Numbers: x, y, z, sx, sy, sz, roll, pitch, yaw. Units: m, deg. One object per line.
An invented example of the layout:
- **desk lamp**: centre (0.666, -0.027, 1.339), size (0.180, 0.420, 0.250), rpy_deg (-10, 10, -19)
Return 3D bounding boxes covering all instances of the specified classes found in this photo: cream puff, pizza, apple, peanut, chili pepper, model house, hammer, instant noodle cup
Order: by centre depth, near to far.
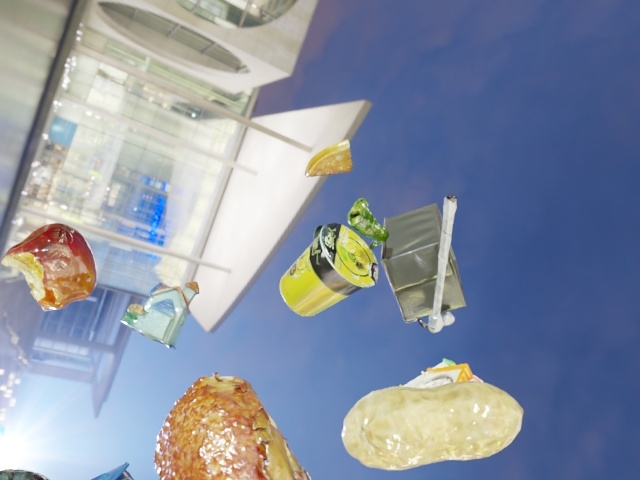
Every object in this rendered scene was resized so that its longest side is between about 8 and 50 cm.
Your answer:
- **cream puff**: centre (-0.147, 0.391, 0.901), size (0.229, 0.350, 0.350), rpy_deg (-31, -155, -12)
- **apple**: centre (-0.520, 0.051, 1.087), size (0.147, 0.158, 0.156), rpy_deg (-42, -156, -27)
- **model house**: centre (-0.313, 0.131, 1.113), size (0.148, 0.120, 0.148), rpy_deg (-61, 179, -20)
- **peanut**: centre (0.233, 0.388, 1.173), size (0.388, 0.192, 0.169), rpy_deg (-13, -119, 12)
- **pizza**: centre (0.039, -0.223, 1.530), size (0.178, 0.131, 0.041), rpy_deg (-41, -128, 48)
- **instant noodle cup**: centre (0.013, 0.097, 1.553), size (0.236, 0.216, 0.215), rpy_deg (-41, -142, 32)
- **chili pepper**: centre (0.145, -0.026, 1.584), size (0.077, 0.359, 0.084), rpy_deg (20, -100, 20)
- **hammer**: centre (0.364, 0.074, 1.623), size (0.044, 0.152, 0.426), rpy_deg (18, -70, 43)

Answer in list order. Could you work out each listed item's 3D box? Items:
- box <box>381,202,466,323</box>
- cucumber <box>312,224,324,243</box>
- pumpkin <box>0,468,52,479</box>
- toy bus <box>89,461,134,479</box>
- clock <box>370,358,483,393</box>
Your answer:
- **box**: centre (0.338, 0.064, 1.835), size (0.205, 0.251, 0.345), rpy_deg (-17, -157, 15)
- **cucumber**: centre (0.000, 0.000, 1.673), size (0.048, 0.048, 0.105), rpy_deg (-108, -164, -51)
- **pumpkin**: centre (-0.515, 0.487, 0.891), size (0.162, 0.233, 0.233), rpy_deg (-65, -153, 16)
- **toy bus**: centre (-0.495, 0.613, 1.167), size (0.288, 0.175, 0.138), rpy_deg (-32, -177, 22)
- **clock**: centre (0.290, 0.415, 1.440), size (0.255, 0.106, 0.220), rpy_deg (-29, -168, -9)
